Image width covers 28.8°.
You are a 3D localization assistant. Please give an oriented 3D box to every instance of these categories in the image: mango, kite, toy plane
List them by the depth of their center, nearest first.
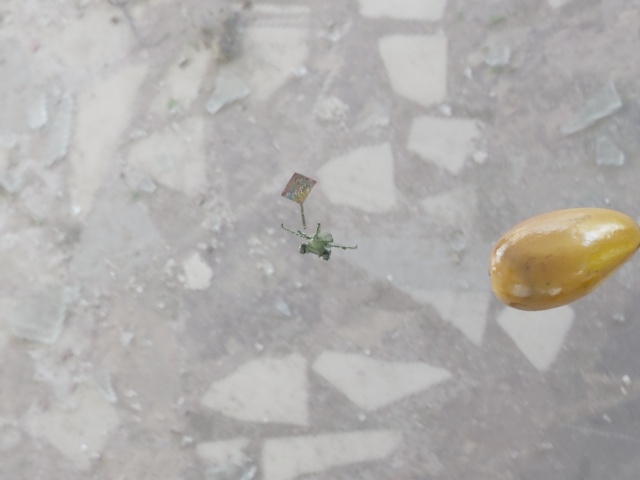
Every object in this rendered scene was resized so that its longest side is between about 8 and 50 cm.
[{"bbox_3d":[0.131,0.008,0.662,0.089,0.046,0.060,-17,25,-13],"label":"mango"},{"bbox_3d":[-0.001,0.003,1.259,0.080,0.083,0.033,15,85,10],"label":"toy plane"},{"bbox_3d":[-0.030,-0.049,1.509,0.044,0.002,0.078,2,64,24],"label":"kite"}]
